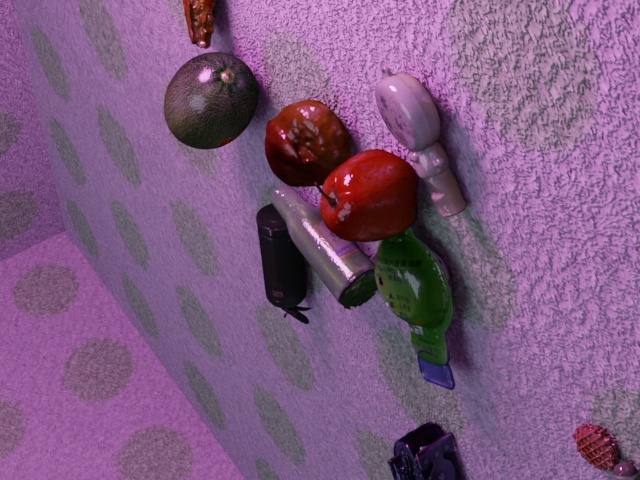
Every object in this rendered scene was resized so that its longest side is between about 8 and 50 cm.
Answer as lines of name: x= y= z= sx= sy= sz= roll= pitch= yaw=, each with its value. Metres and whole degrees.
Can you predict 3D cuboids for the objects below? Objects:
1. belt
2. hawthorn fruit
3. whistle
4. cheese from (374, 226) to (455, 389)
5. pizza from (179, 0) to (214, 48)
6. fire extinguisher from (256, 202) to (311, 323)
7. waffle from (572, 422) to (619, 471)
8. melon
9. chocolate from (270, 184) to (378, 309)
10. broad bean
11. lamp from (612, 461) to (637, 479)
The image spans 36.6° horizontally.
belt: x=0.212 y=0.488 z=1.975 sx=0.122 sy=0.128 sz=0.218 roll=19 pitch=131 yaw=57
hawthorn fruit: x=0.060 y=-0.066 z=1.588 sx=0.163 sy=0.204 sz=0.162 roll=27 pitch=123 yaw=50
whistle: x=0.157 y=-0.155 z=1.483 sx=0.258 sy=0.067 sz=0.126 roll=63 pitch=169 yaw=-14
cheese: x=0.174 y=0.115 z=1.709 sx=0.204 sy=0.083 sz=0.320 roll=12 pitch=124 yaw=57
pizza: x=-0.238 y=-0.495 z=1.902 sx=0.147 sy=0.069 sz=0.226 roll=-111 pitch=17 yaw=-44
fire extinguisher: x=-0.076 y=0.062 z=2.135 sx=0.114 sy=0.095 sz=0.311 roll=15 pitch=136 yaw=17
waffle: x=0.428 y=0.320 z=1.496 sx=0.083 sy=0.029 sz=0.075 roll=10 pitch=125 yaw=57
melon: x=-0.218 y=-0.282 z=1.941 sx=0.182 sy=0.182 sz=0.288 roll=62 pitch=157 yaw=-1
chocolate: x=0.000 y=0.000 z=1.919 sx=0.291 sy=0.110 sz=0.110 roll=50 pitch=154 yaw=30
broad bean: x=-0.027 y=-0.172 z=1.755 sx=0.156 sy=0.122 sz=0.228 roll=63 pitch=159 yaw=2
lamp: x=0.471 y=0.414 z=1.461 sx=0.091 sy=0.091 sz=0.163 roll=1 pitch=100 yaw=63
